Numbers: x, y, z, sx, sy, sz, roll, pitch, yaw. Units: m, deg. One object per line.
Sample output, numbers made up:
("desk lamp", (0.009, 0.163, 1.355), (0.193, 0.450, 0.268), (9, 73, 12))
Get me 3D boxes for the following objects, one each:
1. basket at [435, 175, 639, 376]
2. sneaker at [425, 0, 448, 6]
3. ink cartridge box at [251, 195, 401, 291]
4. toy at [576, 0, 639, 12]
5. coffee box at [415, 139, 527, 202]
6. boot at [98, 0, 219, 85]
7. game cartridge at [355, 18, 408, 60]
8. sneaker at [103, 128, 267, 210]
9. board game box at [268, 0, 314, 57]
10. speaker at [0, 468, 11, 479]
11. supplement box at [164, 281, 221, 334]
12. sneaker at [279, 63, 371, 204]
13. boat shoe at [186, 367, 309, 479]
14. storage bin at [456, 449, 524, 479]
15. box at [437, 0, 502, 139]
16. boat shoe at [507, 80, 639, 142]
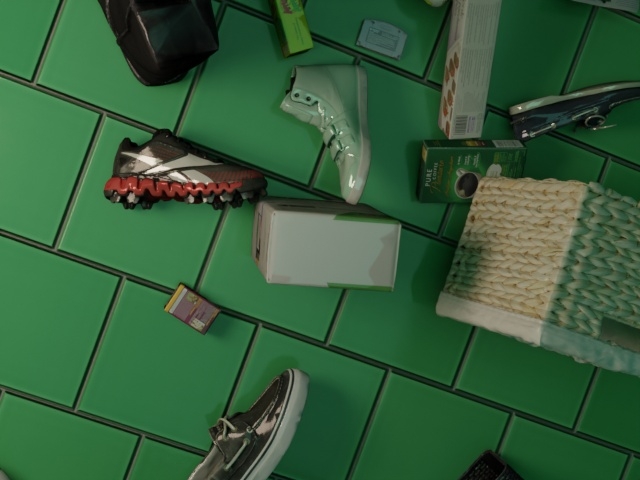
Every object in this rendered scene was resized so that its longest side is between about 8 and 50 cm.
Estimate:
("basket", (0.426, 0.064, 1.779), (0.328, 0.331, 0.267), (18, 86, -23))
("sneaker", (0.240, -0.511, 1.791), (0.240, 0.091, 0.126), (-44, 98, -1))
("ink cartridge box", (0.000, 0.000, 1.748), (0.201, 0.278, 0.117), (4, 97, -9))
("toy", (0.499, -0.525, 1.896), (0.136, 0.056, 0.237), (6, 87, -15))
("coffee box", (0.264, -0.122, 1.879), (0.184, 0.040, 0.113), (-2, 122, -9))
("boot", (-0.282, -0.410, 1.583), (0.146, 0.445, 0.367), (-30, 98, -6))
("game cartridge", (0.108, -0.354, 1.869), (0.083, 0.017, 0.056), (18, 95, -10))
("sneaker", (-0.221, -0.120, 1.771), (0.276, 0.097, 0.135), (2, 81, 9))
("board game box", (-0.061, -0.403, 1.799), (0.043, 0.092, 0.181), (-17, 97, -6))
("speaker", (-0.514, 0.516, 1.782), (0.131, 0.131, 0.297), (-32, 99, -5))
("supplement box", (-0.220, 0.116, 1.839), (0.083, 0.043, 0.055), (34, 88, -9))
("sneaker", (0.003, -0.180, 1.802), (0.151, 0.094, 0.256), (2, 69, -13))
("boat shoe", (-0.139, 0.355, 1.831), (0.119, 0.121, 0.335), (31, 91, -14))
("storage bin", (0.284, 0.476, 1.908), (0.084, 0.122, 0.180), (43, 87, -10))
("box", (0.253, -0.327, 1.800), (0.067, 0.063, 0.324), (-6, 123, -13))
("boat shoe", (0.462, -0.229, 1.896), (0.254, 0.095, 0.079), (-14, 95, -7))
